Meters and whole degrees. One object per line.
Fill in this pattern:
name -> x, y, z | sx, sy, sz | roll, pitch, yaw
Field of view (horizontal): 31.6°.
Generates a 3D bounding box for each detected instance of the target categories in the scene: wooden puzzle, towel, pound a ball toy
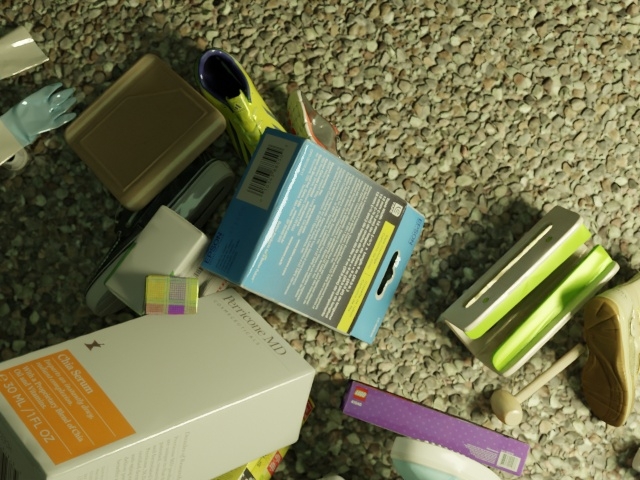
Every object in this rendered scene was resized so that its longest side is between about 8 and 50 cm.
wooden puzzle -> -0.297, -0.183, 1.913 | 0.221, 0.044, 0.238 | -44, 56, -4
towel -> -0.228, 0.083, 1.714 | 0.083, 0.009, 0.060 | 2, 93, -13
pound a ball toy -> 0.350, 0.124, 1.896 | 0.319, 0.136, 0.208 | -44, 112, -4

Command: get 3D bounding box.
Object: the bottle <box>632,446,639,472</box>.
bottle -> 0.654, 0.426, 1.871 | 0.282, 0.092, 0.118 | 32, 85, 3

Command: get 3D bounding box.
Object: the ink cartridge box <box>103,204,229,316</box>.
ink cartridge box -> -0.235, 0.056, 1.834 | 0.092, 0.219, 0.160 | 35, 85, 17

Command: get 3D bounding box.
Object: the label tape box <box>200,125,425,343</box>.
label tape box -> 0.000, 0.000, 1.850 | 0.115, 0.347, 0.249 | 21, 85, 42

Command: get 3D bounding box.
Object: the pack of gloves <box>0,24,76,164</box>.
pack of gloves -> -0.539, -0.245, 1.909 | 0.232, 0.046, 0.195 | -38, 85, -25

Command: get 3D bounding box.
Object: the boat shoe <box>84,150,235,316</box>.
boat shoe -> -0.289, -0.021, 1.908 | 0.119, 0.121, 0.335 | 38, 77, 18

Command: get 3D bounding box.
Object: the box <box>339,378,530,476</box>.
box -> 0.177, 0.298, 1.826 | 0.293, 0.201, 0.057 | 20, 84, 1

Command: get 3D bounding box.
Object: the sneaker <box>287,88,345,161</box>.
sneaker -> -0.006, -0.190, 1.952 | 0.064, 0.061, 0.158 | -20, 85, -29

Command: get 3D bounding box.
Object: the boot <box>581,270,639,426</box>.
boot -> 0.528, 0.165, 1.885 | 0.203, 0.095, 0.262 | -31, 124, -32

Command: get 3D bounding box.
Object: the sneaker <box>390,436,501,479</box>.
sneaker -> 0.218, 0.439, 1.756 | 0.366, 0.135, 0.150 | 43, 60, -33

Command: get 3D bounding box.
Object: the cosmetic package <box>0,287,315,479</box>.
cosmetic package -> -0.258, 0.247, 1.655 | 0.453, 0.162, 0.230 | -18, 45, -39

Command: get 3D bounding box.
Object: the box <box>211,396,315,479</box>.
box -> -0.099, 0.333, 1.833 | 0.058, 0.087, 0.232 | 14, 56, 32

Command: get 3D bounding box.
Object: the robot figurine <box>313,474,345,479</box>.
robot figurine -> 0.011, 0.521, 1.804 | 0.353, 0.200, 0.300 | -15, 108, -1

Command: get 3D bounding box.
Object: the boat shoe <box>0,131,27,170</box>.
boat shoe -> -0.583, -0.188, 1.934 | 0.066, 0.063, 0.184 | -44, 87, -4

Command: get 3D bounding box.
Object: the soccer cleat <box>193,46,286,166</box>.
soccer cleat -> -0.121, -0.201, 1.910 | 0.093, 0.121, 0.289 | -35, 86, -4
